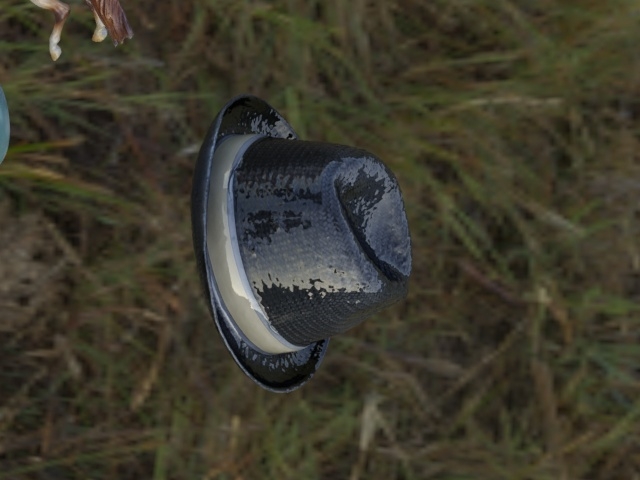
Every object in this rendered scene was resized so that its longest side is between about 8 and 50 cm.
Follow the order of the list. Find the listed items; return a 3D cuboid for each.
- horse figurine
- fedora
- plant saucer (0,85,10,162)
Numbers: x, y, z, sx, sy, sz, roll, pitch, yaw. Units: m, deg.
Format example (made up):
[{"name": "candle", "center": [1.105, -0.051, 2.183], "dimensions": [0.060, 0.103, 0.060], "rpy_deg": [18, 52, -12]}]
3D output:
[{"name": "horse figurine", "center": [-0.310, -0.250, 1.712], "dimensions": [0.174, 0.263, 0.066], "rpy_deg": [78, 19, -47]}, {"name": "fedora", "center": [0.000, 0.000, 1.788], "dimensions": [0.334, 0.153, 0.334], "rpy_deg": [-5, 90, -67]}, {"name": "plant saucer", "center": [-0.336, -0.121, 1.756], "dimensions": [0.021, 0.119, 0.119], "rpy_deg": [-9, 96, -30]}]
